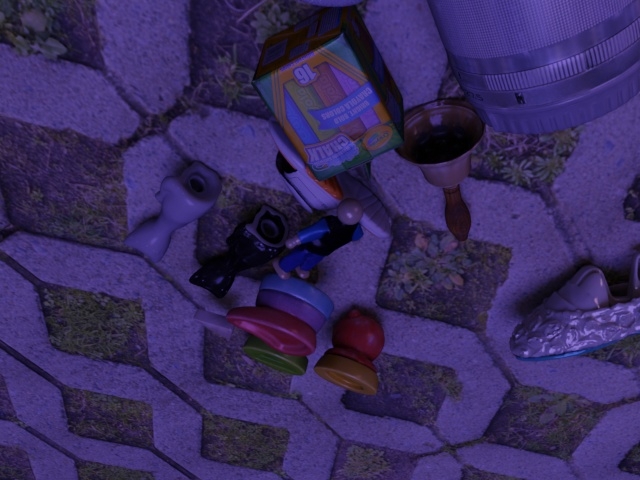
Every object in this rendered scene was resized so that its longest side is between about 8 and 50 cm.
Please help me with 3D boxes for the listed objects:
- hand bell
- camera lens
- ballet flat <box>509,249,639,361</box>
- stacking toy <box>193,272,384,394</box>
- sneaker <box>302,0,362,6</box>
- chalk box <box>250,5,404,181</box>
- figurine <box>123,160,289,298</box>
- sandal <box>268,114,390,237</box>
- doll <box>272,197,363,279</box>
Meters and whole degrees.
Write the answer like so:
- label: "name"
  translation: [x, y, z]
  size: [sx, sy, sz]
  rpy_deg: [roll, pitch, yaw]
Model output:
- label: "hand bell"
  translation: [0.194, -0.075, 0.884]
  size: [0.126, 0.126, 0.242]
  rpy_deg: [-12, 139, 14]
- label: "camera lens"
  translation: [0.220, -0.279, 0.618]
  size: [0.220, 0.219, 0.274]
  rpy_deg: [-18, 126, 19]
- label: "ballet flat"
  translation: [0.505, 0.087, 0.981]
  size: [0.409, 0.147, 0.147]
  rpy_deg: [-16, 127, 14]
- label: "stacking toy"
  translation: [-0.046, 0.149, 1.085]
  size: [0.280, 0.130, 0.309]
  rpy_deg: [1, 148, 42]
- label: "sneaker"
  translation: [-0.065, -0.359, 0.659]
  size: [0.269, 0.101, 0.153]
  rpy_deg: [6, 130, -8]
- label: "chalk box"
  translation: [0.029, -0.176, 0.780]
  size: [0.132, 0.132, 0.213]
  rpy_deg: [-22, 126, 22]
- label: "figurine"
  translation: [-0.197, -0.002, 0.981]
  size: [0.215, 0.092, 0.209]
  rpy_deg: [33, 129, -20]
- label: "sandal"
  translation: [0.002, -0.073, 0.888]
  size: [0.076, 0.102, 0.265]
  rpy_deg: [-33, 122, 27]
- label: "doll"
  translation: [0.000, 0.000, 0.871]
  size: [0.129, 0.046, 0.189]
  rpy_deg: [-1, 152, -38]
